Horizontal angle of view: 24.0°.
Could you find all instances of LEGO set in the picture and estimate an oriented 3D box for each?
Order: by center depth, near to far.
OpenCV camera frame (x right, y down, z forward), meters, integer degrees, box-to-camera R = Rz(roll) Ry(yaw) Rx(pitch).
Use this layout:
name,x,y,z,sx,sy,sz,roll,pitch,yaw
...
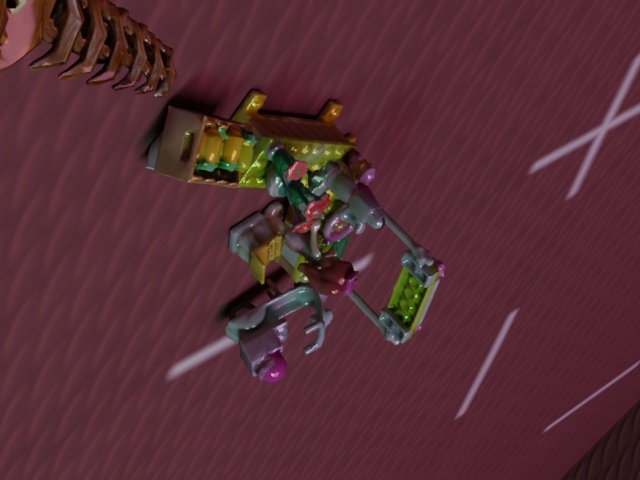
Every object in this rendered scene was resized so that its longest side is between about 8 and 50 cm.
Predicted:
name,x,y,z,sx,sy,sz,roll,pitch,yaw
LEGO set,0.000,0.000,0.876,0.132,0.107,0.287,-38,157,-12

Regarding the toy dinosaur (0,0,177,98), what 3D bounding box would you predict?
name,x,y,z,sx,sy,sz,roll,pitch,yaw
toy dinosaur,-0.167,-0.043,0.492,0.322,0.164,0.218,3,116,-32
